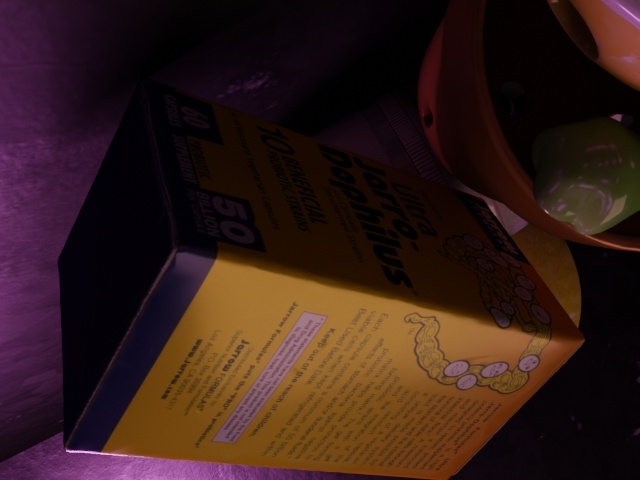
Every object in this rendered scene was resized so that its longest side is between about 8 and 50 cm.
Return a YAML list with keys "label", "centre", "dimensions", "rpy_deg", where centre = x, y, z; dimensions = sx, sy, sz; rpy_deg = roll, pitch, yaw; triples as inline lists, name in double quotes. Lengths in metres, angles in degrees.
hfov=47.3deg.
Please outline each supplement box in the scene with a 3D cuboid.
- label: "supplement box"
  centre: [-0.005, 0.049, 0.595]
  dimensions: [0.356, 0.194, 0.195]
  rpy_deg: [15, 123, -32]

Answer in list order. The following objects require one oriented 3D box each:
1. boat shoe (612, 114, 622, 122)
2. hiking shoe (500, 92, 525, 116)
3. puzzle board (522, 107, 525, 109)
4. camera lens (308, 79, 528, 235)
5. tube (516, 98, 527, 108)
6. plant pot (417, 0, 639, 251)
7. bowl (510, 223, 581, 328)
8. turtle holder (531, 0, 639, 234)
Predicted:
- label: "boat shoe"
  centre: [0.501, -0.242, 1.353]
  dimensions: [0.158, 0.127, 0.340]
  rpy_deg: [-33, 179, -6]
- label: "hiking shoe"
  centre: [0.244, -0.154, 1.052]
  dimensions: [0.304, 0.113, 0.132]
  rpy_deg: [-20, 167, -43]
- label: "puzzle board"
  centre: [0.312, -0.191, 1.241]
  dimensions: [0.096, 0.011, 0.128]
  rpy_deg: [3, 162, -16]
- label: "camera lens"
  centre: [0.066, -0.038, 0.833]
  dimensions: [0.274, 0.219, 0.219]
  rpy_deg: [-28, 171, 5]
- label: "tube"
  centre: [0.361, -0.222, 1.247]
  dimensions: [0.080, 0.052, 0.207]
  rpy_deg: [0, 161, -36]
- label: "plant pot"
  centre: [0.213, -0.136, 0.626]
  dimensions: [0.291, 0.291, 0.203]
  rpy_deg: [-25, -174, -15]
- label: "bowl"
  centre: [0.177, 0.072, 0.973]
  dimensions: [0.156, 0.289, 0.289]
  rpy_deg: [-17, 166, -39]
- label: "turtle holder"
  centre: [0.228, -0.178, 0.423]
  dimensions: [0.227, 0.243, 0.320]
  rpy_deg: [3, 149, -17]
